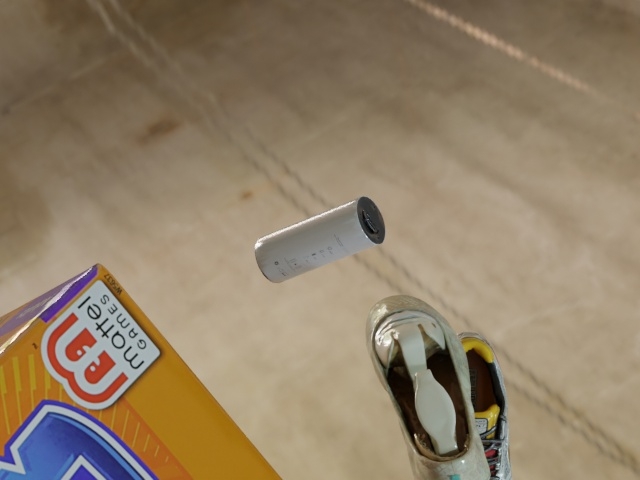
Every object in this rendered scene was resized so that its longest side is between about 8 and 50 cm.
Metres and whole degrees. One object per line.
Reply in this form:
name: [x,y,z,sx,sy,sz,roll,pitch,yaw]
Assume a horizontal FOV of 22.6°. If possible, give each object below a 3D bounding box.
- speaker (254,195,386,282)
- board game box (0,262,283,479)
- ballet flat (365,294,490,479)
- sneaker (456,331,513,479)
speaker: [0.000,0.000,1.685,0.136,0.055,0.055,-22,-79,30]
board game box: [-0.205,0.292,0.915,0.356,0.356,0.356,51,-38,-11]
ballet flat: [0.064,0.081,0.947,0.052,0.057,0.168,73,-3,-46]
sneaker: [0.147,0.201,1.590,0.093,0.088,0.225,86,-2,-80]
